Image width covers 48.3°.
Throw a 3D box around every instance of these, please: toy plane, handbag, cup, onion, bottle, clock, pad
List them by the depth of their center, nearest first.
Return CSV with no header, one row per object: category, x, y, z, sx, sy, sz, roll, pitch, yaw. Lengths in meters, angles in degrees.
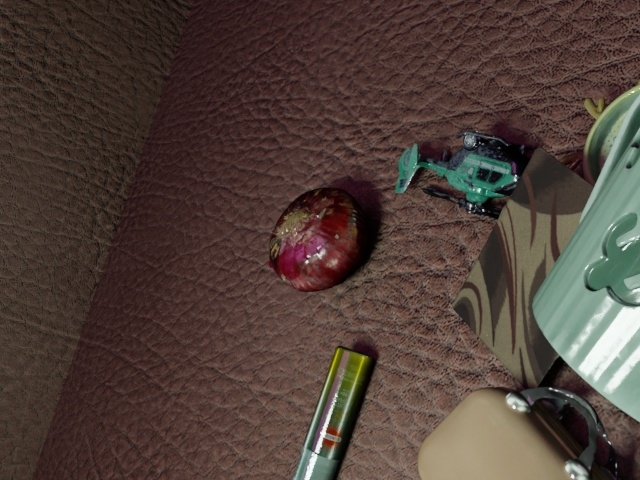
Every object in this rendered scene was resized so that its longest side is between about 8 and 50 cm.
cup,0.454,-0.022,0.778,0.310,0.401,0.392,35,114,10
handbag,0.306,0.343,1.034,0.283,0.149,0.302,-58,35,16
clock,0.506,-0.133,1.076,0.308,0.096,0.235,31,98,54
pad,0.332,0.048,1.110,0.220,0.004,0.330,51,130,42
toy plane,0.280,-0.129,1.366,0.381,0.106,0.155,24,103,49
bottle,0.024,0.359,1.436,0.082,0.082,0.286,13,82,54
onion,0.000,0.000,1.576,0.246,0.190,0.247,-21,45,23

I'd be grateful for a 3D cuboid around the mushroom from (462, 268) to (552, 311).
mushroom,0.373,0.056,1.150,0.351,0.097,0.109,-18,45,51
